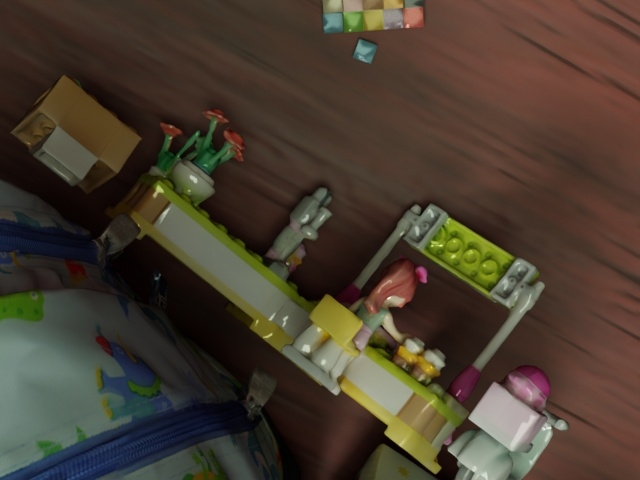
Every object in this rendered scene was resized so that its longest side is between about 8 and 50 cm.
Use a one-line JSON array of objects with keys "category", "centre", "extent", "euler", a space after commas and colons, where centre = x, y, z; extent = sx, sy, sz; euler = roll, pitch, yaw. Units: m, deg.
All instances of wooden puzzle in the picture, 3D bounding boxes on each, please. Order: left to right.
[{"category": "wooden puzzle", "centre": [0.024, -0.127, 0.645], "extent": [0.049, 0.006, 0.083], "euler": [-4, 105, 1]}]

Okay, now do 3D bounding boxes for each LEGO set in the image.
[{"category": "LEGO set", "centre": [0.000, 0.000, 0.631], "extent": [0.287, 0.132, 0.107], "euler": [37, 85, 14]}]

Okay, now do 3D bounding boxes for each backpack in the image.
[{"category": "backpack", "centre": [-0.151, 0.112, 0.518], "extent": [0.290, 0.355, 0.273], "euler": [-23, 96, -3]}]

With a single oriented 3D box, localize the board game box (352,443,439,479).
[{"category": "board game box", "centre": [-0.018, 0.265, 0.568], "extent": [0.097, 0.303, 0.224], "euler": [33, 120, -8]}]
